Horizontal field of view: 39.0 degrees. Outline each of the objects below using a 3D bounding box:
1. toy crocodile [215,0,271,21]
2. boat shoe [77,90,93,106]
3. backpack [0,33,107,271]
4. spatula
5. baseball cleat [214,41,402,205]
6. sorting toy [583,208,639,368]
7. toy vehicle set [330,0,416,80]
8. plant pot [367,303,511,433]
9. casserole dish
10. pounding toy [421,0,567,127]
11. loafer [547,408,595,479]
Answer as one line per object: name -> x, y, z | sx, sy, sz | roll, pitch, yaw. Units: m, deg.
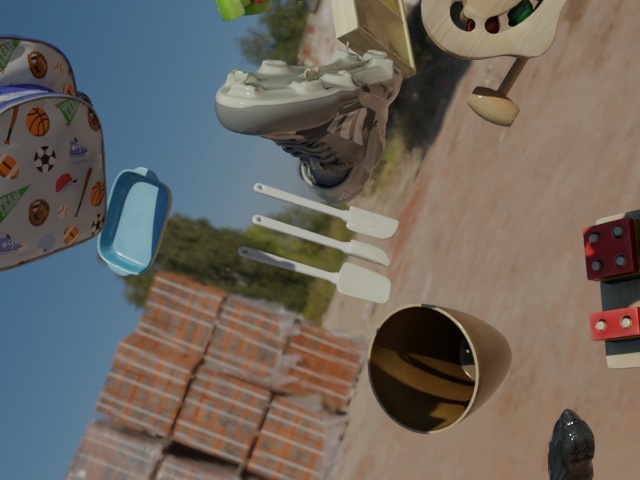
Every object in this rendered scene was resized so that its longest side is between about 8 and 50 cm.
toy crocodile -> -0.069, -0.513, 1.763 | 0.340, 0.105, 0.115 | -27, -57, -31
boat shoe -> -0.397, -0.111, 1.289 | 0.258, 0.089, 0.109 | -59, -31, -28
backpack -> -0.366, -0.096, 0.982 | 0.276, 0.213, 0.263 | -32, -58, -58
spatula -> 0.000, 0.000, 1.399 | 0.019, 0.242, 0.168 | 119, 166, -57
baseball cleat -> 0.001, -0.067, 0.584 | 0.206, 0.072, 0.109 | -27, -52, -56
sorting toy -> 0.536, 0.062, 1.422 | 0.255, 0.089, 0.257 | -17, 69, 50
toy vehicle set -> 0.067, -0.381, 1.333 | 0.166, 0.035, 0.267 | 24, -127, -51
plant pot -> 0.257, 0.235, 1.745 | 0.254, 0.237, 0.237 | 1, -65, -52
casserole dish -> -0.309, -0.032, 1.530 | 0.037, 0.114, 0.188 | -13, -56, -68
pounding toy -> 0.204, -0.284, 1.070 | 0.155, 0.154, 0.269 | -57, -13, -78
loafer -> 0.439, 0.381, 1.594 | 0.078, 0.076, 0.223 | -103, 4, -45
